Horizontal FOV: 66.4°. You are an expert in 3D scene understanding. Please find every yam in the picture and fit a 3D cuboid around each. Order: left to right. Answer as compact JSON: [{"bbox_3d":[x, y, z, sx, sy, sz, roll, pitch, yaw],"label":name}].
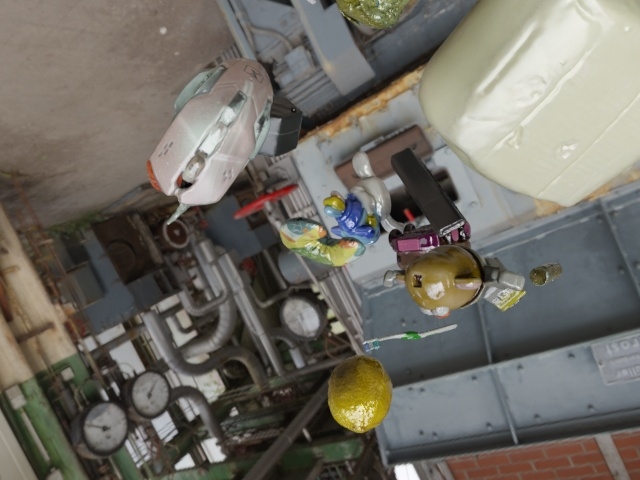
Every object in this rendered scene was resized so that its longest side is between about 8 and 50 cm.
[{"bbox_3d":[0.622,0.090,1.349,0.132,0.054,0.054,-8,168,-47],"label":"yam"}]

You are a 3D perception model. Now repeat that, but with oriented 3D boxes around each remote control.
[{"bbox_3d":[0.212,-0.105,0.989,0.063,0.025,0.245,-29,-133,5],"label":"remote control"}]

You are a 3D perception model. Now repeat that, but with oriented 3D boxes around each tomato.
[{"bbox_3d":[-0.544,-0.235,1.723,0.138,0.159,0.091,-10,-148,-9],"label":"tomato"}]

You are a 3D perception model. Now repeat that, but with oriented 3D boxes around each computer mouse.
[{"bbox_3d":[-0.219,-0.208,0.988,0.389,0.199,0.115,-62,-164,-9],"label":"computer mouse"}]

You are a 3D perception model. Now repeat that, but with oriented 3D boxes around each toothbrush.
[{"bbox_3d":[0.243,0.249,1.294,0.303,0.030,0.030,-7,174,-27],"label":"toothbrush"}]

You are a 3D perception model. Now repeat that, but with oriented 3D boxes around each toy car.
[{"bbox_3d":[0.422,0.051,1.838,0.271,0.241,0.340,-5,-173,43],"label":"toy car"}]

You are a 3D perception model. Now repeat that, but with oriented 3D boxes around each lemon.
[{"bbox_3d":[0.122,0.469,1.517,0.204,0.204,0.260,-25,-148,29],"label":"lemon"}]

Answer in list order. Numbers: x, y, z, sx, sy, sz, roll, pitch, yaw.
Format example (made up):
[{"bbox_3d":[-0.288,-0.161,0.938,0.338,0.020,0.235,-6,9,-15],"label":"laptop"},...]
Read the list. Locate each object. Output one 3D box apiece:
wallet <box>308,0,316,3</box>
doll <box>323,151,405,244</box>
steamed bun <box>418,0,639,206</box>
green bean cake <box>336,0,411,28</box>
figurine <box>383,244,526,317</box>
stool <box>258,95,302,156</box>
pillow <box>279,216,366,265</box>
[{"bbox_3d":[-0.055,-0.840,1.516,0.031,0.183,0.124,-10,179,25],"label":"wallet"},{"bbox_3d":[0.162,-0.115,1.935,0.365,0.376,0.187,-43,-177,-39],"label":"doll"},{"bbox_3d":[0.422,-0.295,0.866,0.455,0.290,0.371,19,132,-29],"label":"steamed bun"},{"bbox_3d":[0.171,-0.574,0.950,0.309,0.286,0.202,13,-174,40],"label":"green bean cake"},{"bbox_3d":[0.310,0.094,1.143,0.284,0.167,0.342,11,149,-44],"label":"figurine"},{"bbox_3d":[-0.173,-0.361,1.507,0.232,0.232,0.141,-30,143,-48],"label":"stool"},{"bbox_3d":[0.000,0.000,1.341,0.214,0.233,0.086,-30,-142,63],"label":"pillow"}]
